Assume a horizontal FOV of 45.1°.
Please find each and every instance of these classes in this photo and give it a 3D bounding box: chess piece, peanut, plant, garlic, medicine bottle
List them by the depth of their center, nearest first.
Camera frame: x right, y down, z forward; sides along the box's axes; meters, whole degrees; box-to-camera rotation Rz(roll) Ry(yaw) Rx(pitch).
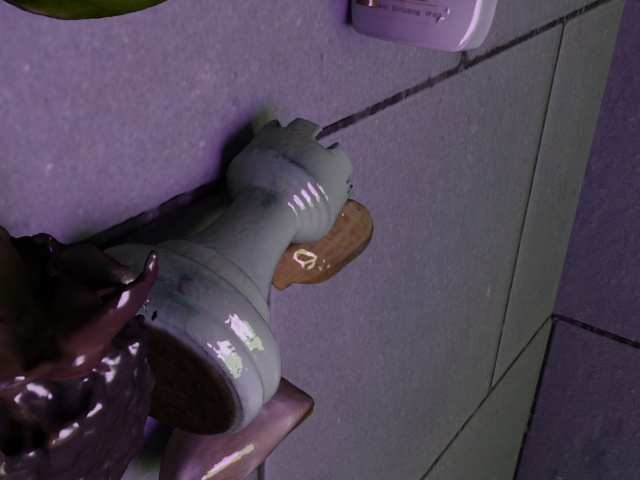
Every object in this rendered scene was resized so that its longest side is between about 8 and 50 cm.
[{"bbox_3d":[-0.213,0.090,0.519,0.234,0.204,0.178,93,22,-49],"label":"plant"},{"bbox_3d":[-0.077,0.013,0.727,0.299,0.195,0.194,-57,150,-39],"label":"chess piece"},{"bbox_3d":[0.130,-0.364,0.840,0.111,0.161,0.296,-25,130,-57],"label":"medicine bottle"},{"bbox_3d":[-0.084,0.219,0.903,0.143,0.112,0.318,-49,160,10],"label":"garlic"},{"bbox_3d":[0.000,0.000,0.932,0.194,0.083,0.093,-30,147,-51],"label":"peanut"}]

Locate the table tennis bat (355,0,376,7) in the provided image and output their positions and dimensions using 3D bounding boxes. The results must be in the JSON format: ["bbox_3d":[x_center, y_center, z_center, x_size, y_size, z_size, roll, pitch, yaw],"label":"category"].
[{"bbox_3d":[0.042,-0.322,0.773,0.119,0.108,0.169,-23,132,-54],"label":"table tennis bat"}]

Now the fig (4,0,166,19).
[{"bbox_3d":[-0.144,-0.255,0.486,0.235,0.203,0.203,-98,-171,-59],"label":"fig"}]
